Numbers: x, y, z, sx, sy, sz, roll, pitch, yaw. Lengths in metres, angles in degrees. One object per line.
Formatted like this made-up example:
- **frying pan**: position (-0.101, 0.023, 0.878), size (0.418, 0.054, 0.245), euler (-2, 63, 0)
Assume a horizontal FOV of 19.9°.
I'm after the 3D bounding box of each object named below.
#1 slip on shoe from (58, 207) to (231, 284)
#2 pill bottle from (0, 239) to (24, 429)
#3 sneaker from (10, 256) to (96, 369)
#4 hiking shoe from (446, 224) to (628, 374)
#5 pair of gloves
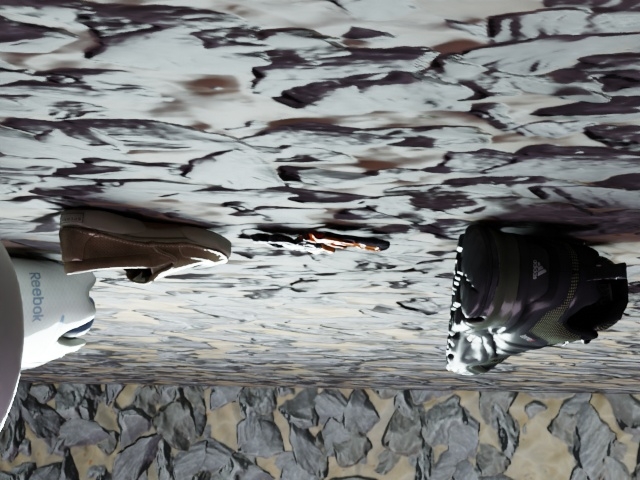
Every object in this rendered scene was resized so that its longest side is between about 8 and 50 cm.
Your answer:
- **slip on shoe**: position (-0.113, 0.009, 1.183), size (0.051, 0.041, 0.135), euler (-4, 169, 39)
- **pill bottle**: position (-0.352, 0.050, 1.082), size (0.318, 0.176, 0.176), euler (9, 170, -41)
- **sneaker**: position (-0.250, 0.072, 1.466), size (0.129, 0.111, 0.297), euler (-1, 174, -15)
- **hiking shoe**: position (0.143, 0.047, 1.203), size (0.114, 0.086, 0.227), euler (6, 171, 4)
- **pair of gloves**: position (0.000, 0.000, 1.193), size (0.083, 0.010, 0.074), euler (-1, 173, 42)
